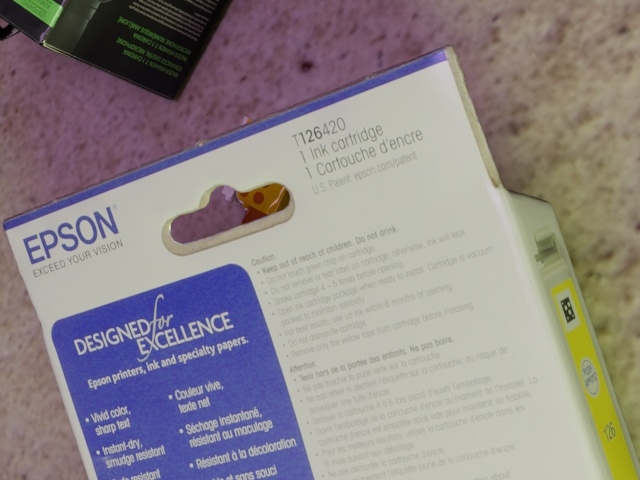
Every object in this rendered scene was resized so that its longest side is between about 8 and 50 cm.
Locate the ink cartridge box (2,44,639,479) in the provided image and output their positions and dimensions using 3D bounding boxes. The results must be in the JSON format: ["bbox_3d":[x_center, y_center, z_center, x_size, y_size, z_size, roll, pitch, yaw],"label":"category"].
[{"bbox_3d":[0.001,0.090,0.728,0.303,0.072,0.307,-18,89,31],"label":"ink cartridge box"}]

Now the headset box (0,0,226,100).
[{"bbox_3d":[-0.157,-0.265,0.940,0.246,0.131,0.283,36,100,35],"label":"headset box"}]

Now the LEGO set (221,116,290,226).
[{"bbox_3d":[0.000,0.000,0.797,0.227,0.087,0.093,28,95,36],"label":"LEGO set"}]
